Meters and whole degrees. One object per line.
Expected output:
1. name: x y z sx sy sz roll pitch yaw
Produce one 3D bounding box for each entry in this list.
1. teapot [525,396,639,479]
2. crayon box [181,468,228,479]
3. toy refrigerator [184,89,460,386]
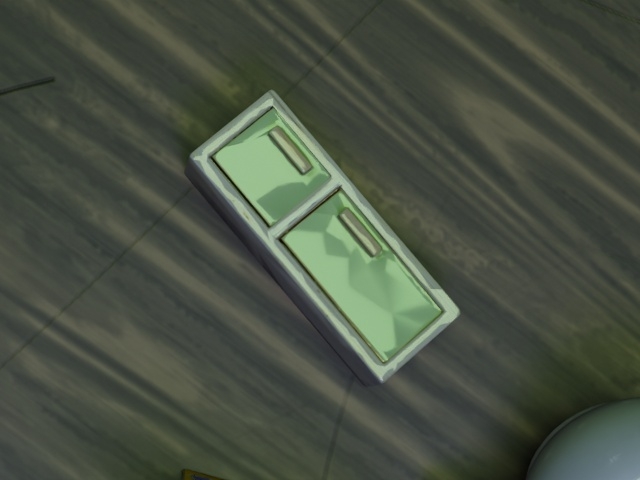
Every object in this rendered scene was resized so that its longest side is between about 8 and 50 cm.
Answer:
1. teapot: 0.282 0.235 1.194 0.256 0.187 0.252 35 98 -29
2. crayon box: -0.030 0.294 1.073 0.203 0.323 0.083 15 96 -6
3. toy refrigerator: 0.000 0.000 1.221 0.102 0.094 0.269 -40 89 -12
